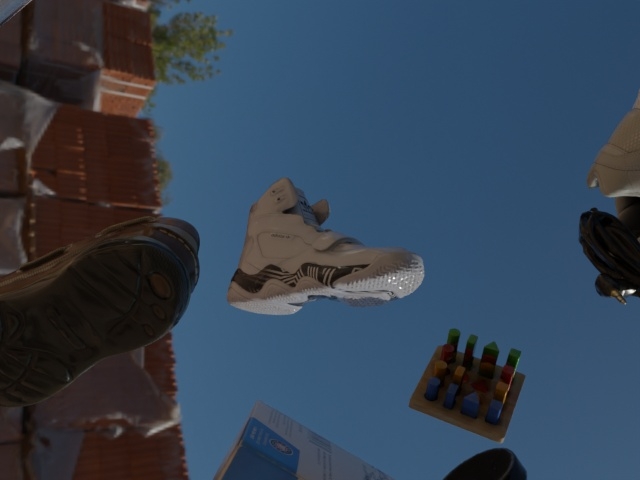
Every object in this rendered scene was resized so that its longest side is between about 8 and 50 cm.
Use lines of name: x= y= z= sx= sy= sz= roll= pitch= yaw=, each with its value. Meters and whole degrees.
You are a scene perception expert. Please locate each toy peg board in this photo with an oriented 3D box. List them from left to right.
toy peg board: x=0.253 y=0.229 z=1.172 sx=0.161 sy=0.161 sz=0.079 roll=17 pitch=-54 yaw=20

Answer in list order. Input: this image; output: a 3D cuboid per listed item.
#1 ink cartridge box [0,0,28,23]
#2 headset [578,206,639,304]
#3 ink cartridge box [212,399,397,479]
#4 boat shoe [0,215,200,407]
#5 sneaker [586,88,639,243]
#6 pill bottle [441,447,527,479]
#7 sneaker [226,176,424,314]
ink cartridge box: x=-0.351 y=-0.250 z=0.578 sx=0.273 sy=0.198 sz=0.114 roll=-47 pitch=-154 yaw=-13
headset: x=0.293 y=-0.092 z=0.336 sx=0.185 sy=0.243 sz=0.394 roll=46 pitch=-51 yaw=30
ink cartridge box: x=0.026 y=0.429 z=1.049 sx=0.166 sy=0.394 sz=0.285 roll=-61 pitch=179 yaw=-2
boat shoe: x=-0.246 y=0.067 z=0.679 sx=0.323 sy=0.123 sz=0.120 roll=-19 pitch=-158 yaw=21
sneaker: x=0.329 y=-0.023 z=0.633 sx=0.121 sy=0.262 sz=0.099 roll=-48 pitch=-153 yaw=8
pill bottle: x=0.207 y=0.320 z=0.678 sx=0.219 sy=0.122 sz=0.123 roll=56 pitch=-37 yaw=0
sneaker: x=0.000 y=0.000 z=1.139 sx=0.365 sy=0.137 sz=0.210 roll=-11 pitch=-114 yaw=37
